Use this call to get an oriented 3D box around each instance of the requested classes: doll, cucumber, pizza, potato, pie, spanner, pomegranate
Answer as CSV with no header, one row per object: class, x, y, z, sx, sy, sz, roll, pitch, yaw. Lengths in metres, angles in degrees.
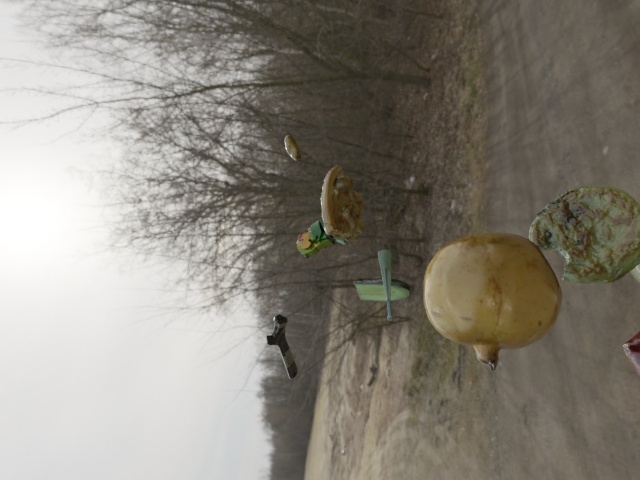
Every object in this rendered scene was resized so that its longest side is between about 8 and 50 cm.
doll,-0.003,-0.007,1.620,0.106,0.186,0.134,38,-151,-57
cucumber,0.254,0.189,1.702,0.115,0.244,0.063,59,-133,-33
pizza,0.090,-0.116,1.498,0.223,0.089,0.323,42,-141,-35
potato,-0.093,-0.307,1.432,0.046,0.045,0.092,-20,98,56
pie,0.760,-0.020,1.210,0.067,0.303,0.302,32,-120,-56
spanner,-0.107,0.331,1.260,0.087,0.024,0.315,-55,-29,-35
pomegranate,0.413,0.149,1.079,0.342,0.343,0.342,-173,90,-90

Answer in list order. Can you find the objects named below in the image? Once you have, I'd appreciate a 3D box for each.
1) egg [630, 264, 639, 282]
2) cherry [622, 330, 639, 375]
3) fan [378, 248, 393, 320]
egg,1.117,0.051,1.342,0.352,0.258,0.258,11,-96,-46
cherry,0.885,0.290,1.002,0.203,0.300,0.230,-15,-63,-60
fan,0.182,0.120,1.155,0.016,0.038,0.193,-1,-95,-69
